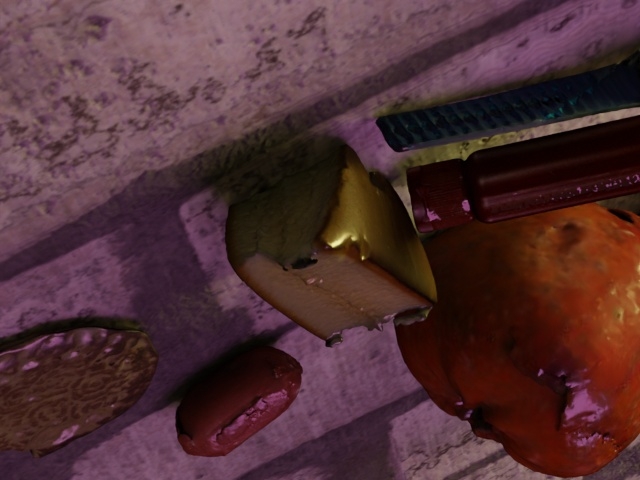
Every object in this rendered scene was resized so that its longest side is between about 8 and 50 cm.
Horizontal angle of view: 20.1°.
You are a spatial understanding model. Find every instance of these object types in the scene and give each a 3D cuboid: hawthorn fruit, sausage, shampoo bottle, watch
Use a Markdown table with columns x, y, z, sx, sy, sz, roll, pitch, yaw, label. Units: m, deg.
| x | y | z | sx | sy | sz | roll | pitch | yaw | label |
| --- | --- | --- | --- | --- | --- | --- | --- | --- | --- |
| 0.238 | 0.071 | 1.715 | 0.307 | 0.276 | 0.276 | -36 | 157 | -19 | hawthorn fruit |
| -0.080 | 0.155 | 1.746 | 0.141 | 0.076 | 0.076 | -34 | 153 | 13 | sausage |
| 0.206 | -0.061 | 1.563 | 0.260 | 0.064 | 0.102 | -12 | -163 | 9 | shampoo bottle |
| 0.225 | -0.152 | 1.505 | 0.274 | 0.068 | 0.276 | 4 | 140 | -48 | watch |

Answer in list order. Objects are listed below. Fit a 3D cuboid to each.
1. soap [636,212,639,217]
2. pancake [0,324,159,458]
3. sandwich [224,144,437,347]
| x | y | z | sx | sy | sz | roll | pitch | yaw | label |
| --- | --- | --- | --- | --- | --- | --- | --- | --- | --- |
| 0.480 | -0.024 | 1.954 | 0.315 | 0.091 | 0.199 | -1 | 141 | -44 | soap |
| -0.248 | 0.141 | 1.608 | 0.212 | 0.029 | 0.235 | -43 | 150 | 26 | pancake |
| 0.000 | 0.000 | 1.492 | 0.122 | 0.128 | 0.235 | -26 | 157 | 11 | sandwich |
